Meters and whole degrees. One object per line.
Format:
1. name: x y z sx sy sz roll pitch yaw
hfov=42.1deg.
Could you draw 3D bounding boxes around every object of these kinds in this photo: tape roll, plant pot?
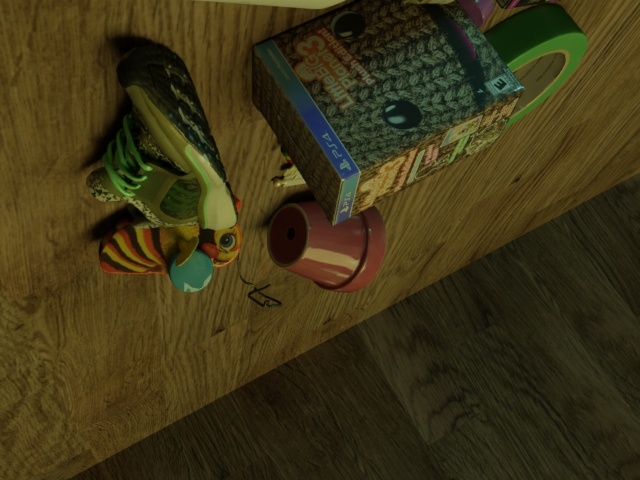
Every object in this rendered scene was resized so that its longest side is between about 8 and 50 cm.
1. tape roll: 0.354 -0.309 1.590 0.321 0.077 0.321 -28 162 -10
2. plant pot: 0.000 0.000 1.668 0.180 0.201 0.201 8 139 -41

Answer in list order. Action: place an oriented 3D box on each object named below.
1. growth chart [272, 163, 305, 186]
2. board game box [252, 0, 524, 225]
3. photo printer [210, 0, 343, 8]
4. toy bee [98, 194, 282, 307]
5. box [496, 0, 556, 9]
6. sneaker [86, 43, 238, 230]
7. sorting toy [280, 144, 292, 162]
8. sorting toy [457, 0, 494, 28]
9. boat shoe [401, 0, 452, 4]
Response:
1. growth chart: 0.030 -0.172 1.498 0.237 0.021 0.172 -42 160 29
2. board game box: 0.086 -0.201 1.155 0.291 0.232 0.141 -28 162 -15
3. photo printer: -0.008 -0.321 0.782 0.307 0.107 0.256 -11 169 -43
4. toy bee: -0.198 -0.005 1.344 0.298 0.195 0.162 9 102 -41
5. box: 0.374 -0.434 1.357 0.162 0.029 0.116 -18 159 -36
6. sneaker: -0.222 -0.095 1.087 0.182 0.158 0.410 -19 158 -4
7. sorting toy: 0.069 -0.161 1.325 0.132 0.274 0.046 -51 128 -27
8. sorting toy: 0.280 -0.430 1.115 0.126 0.127 0.365 -52 178 -23
9. boat shoe: 0.138 -0.359 0.991 0.103 0.113 0.302 -20 167 3
